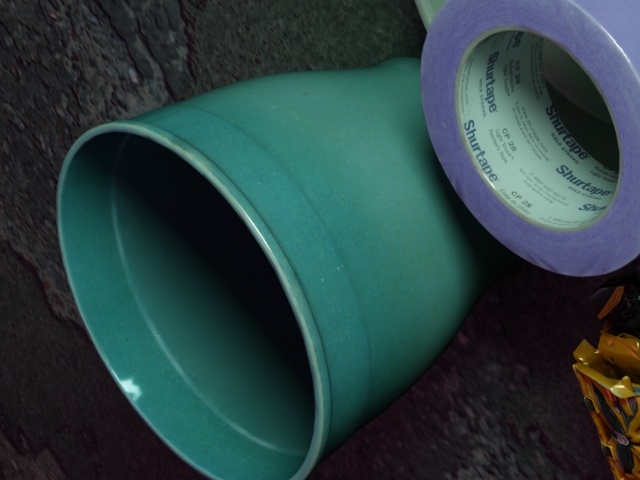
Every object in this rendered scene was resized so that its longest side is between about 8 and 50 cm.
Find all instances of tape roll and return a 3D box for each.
[{"bbox_3d":[0.152,-0.079,1.078,0.189,0.080,0.189,31,136,36],"label":"tape roll"}]

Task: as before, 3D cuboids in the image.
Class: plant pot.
[{"bbox_3d":[0.000,0.000,1.273,0.272,0.255,0.271,32,136,37],"label":"plant pot"}]

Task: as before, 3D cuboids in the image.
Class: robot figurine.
[{"bbox_3d":[0.272,0.122,1.139,0.291,0.085,0.211,16,137,51],"label":"robot figurine"}]

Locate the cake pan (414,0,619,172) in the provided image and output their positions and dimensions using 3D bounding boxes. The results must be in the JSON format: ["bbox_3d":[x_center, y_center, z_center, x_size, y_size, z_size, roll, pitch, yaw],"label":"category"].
[{"bbox_3d":[0.168,-0.170,1.111,0.293,0.054,0.293,31,136,36],"label":"cake pan"}]
